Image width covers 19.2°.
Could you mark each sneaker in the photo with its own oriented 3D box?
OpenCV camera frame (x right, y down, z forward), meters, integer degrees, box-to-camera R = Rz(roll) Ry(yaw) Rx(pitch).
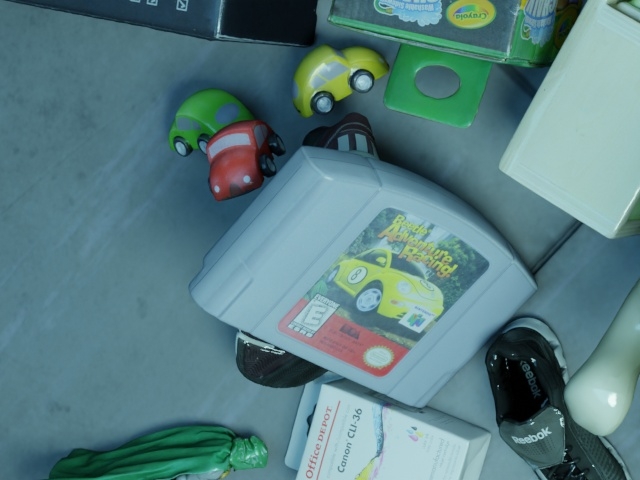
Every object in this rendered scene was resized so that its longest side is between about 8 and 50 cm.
[{"bbox_3d":[0.000,0.000,1.799,0.106,0.162,0.281,18,125,-14],"label":"sneaker"},{"bbox_3d":[0.210,0.183,1.709,0.078,0.106,0.234,-30,80,24],"label":"sneaker"}]

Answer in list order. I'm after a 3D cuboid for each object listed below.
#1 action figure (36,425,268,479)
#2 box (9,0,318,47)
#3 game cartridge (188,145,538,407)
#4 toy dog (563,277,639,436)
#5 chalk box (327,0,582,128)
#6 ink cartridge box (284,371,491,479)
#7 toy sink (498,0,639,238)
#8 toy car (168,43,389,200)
[{"bbox_3d":[-0.162,0.231,1.894,0.232,0.137,0.063,-13,111,17],"label":"action figure"},{"bbox_3d":[-0.197,-0.362,1.812,0.395,0.212,0.294,14,99,23],"label":"box"},{"bbox_3d":[0.051,0.032,1.688,0.196,0.294,0.060,-51,38,17],"label":"game cartridge"},{"bbox_3d":[0.390,0.097,1.454,0.395,0.408,0.285,-25,83,24],"label":"toy dog"},{"bbox_3d":[0.132,-0.249,1.685,0.180,0.179,0.289,16,101,23],"label":"chalk box"},{"bbox_3d":[0.050,0.205,1.807,0.198,0.067,0.115,20,101,24],"label":"ink cartridge box"},{"bbox_3d":[0.284,-0.130,1.633,0.131,0.153,0.234,33,105,20],"label":"toy sink"},{"bbox_3d":[-0.076,-0.119,1.804,0.225,0.239,0.053,-1,124,49],"label":"toy car"}]
